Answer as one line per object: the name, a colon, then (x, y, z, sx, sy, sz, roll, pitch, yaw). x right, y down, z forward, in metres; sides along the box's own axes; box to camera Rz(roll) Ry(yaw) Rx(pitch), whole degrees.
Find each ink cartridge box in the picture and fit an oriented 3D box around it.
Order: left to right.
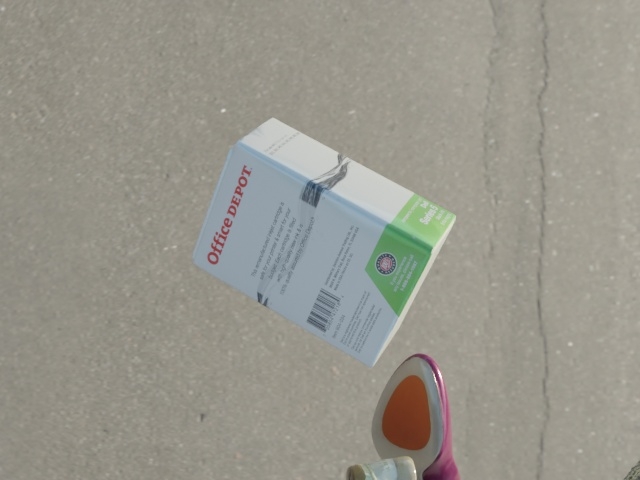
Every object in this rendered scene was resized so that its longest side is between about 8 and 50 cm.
ink cartridge box: (0.000, 0.000, 1.209, 0.273, 0.198, 0.115, 30, 32, 9)

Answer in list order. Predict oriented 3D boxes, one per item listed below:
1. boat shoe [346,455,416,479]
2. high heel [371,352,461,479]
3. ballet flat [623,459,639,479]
boat shoe: (0.106, 0.437, 1.272, 0.098, 0.109, 0.302, -10, 93, -13)
high heel: (0.173, 0.323, 1.525, 0.181, 0.127, 0.377, -27, 130, -48)
ballet flat: (0.288, 0.291, 0.821, 0.483, 0.164, 0.182, -1, 108, -58)
